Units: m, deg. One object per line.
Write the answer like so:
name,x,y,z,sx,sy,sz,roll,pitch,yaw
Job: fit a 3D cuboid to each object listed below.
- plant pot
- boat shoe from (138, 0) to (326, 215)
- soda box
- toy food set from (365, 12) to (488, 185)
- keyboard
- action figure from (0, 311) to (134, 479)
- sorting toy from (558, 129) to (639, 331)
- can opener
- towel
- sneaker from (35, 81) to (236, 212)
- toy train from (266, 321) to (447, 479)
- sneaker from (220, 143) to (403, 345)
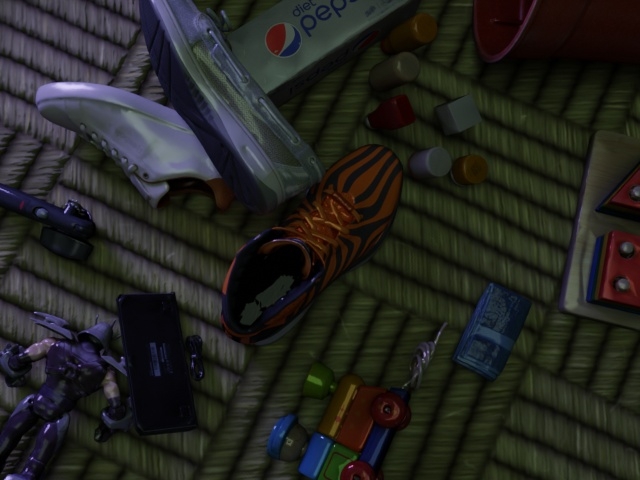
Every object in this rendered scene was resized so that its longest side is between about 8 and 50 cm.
plant pot,0.367,-0.342,1.032,0.265,0.272,0.273,8,80,-9
boat shoe,-0.116,-0.185,0.972,0.103,0.118,0.320,-30,82,-22
soda box,-0.007,-0.278,1.079,0.286,0.091,0.098,-35,85,-7
toy food set,0.129,-0.171,1.080,0.111,0.104,0.232,-29,100,-20
keyboard,-0.194,0.150,1.009,0.108,0.023,0.180,1,64,-33
action figure,-0.335,0.211,0.983,0.185,0.099,0.285,27,67,9
sorting toy,0.469,-0.004,1.049,0.257,0.089,0.256,14,80,1
can opener,-0.374,-0.040,1.041,0.186,0.059,0.073,26,81,2
towel,0.224,0.118,1.049,0.067,0.029,0.119,27,80,2
sneaker,-0.238,-0.115,1.035,0.290,0.106,0.123,17,77,0
toy train,0.044,0.189,1.003,0.143,0.105,0.248,22,80,15
sneaker,0.000,0.000,0.985,0.124,0.180,0.321,37,81,4
